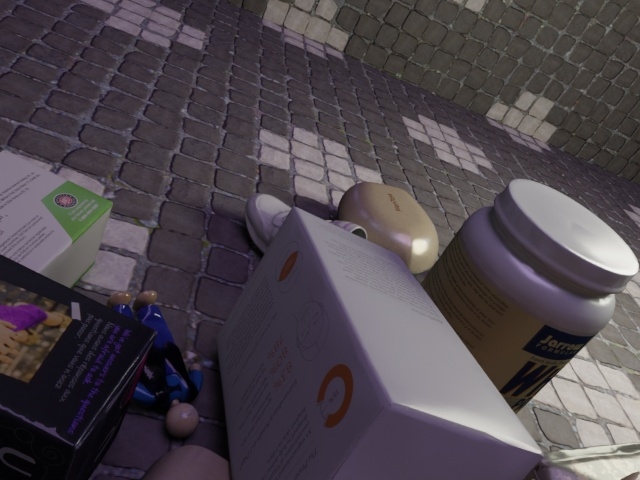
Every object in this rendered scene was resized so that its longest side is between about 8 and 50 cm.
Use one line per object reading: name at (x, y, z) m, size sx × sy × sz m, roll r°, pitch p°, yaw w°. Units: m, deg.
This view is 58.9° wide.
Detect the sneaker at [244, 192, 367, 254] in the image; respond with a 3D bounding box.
sneaker at (0.000, 0.000, 0.931) m, size 0.305 × 0.152 × 0.114 m, roll 42°, pitch 36°, yaw 22°

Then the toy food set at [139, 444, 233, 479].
toy food set at (-0.064, 0.333, 0.479) m, size 0.306 × 0.092 × 0.220 m, roll 32°, pitch 20°, yaw 3°

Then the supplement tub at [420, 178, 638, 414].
supplement tub at (0.269, 0.097, 0.838) m, size 0.235 × 0.325 × 0.235 m, roll 20°, pitch 33°, yaw -14°

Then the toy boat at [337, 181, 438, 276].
toy boat at (0.183, 0.010, 1.097) m, size 0.318 × 0.148 × 0.267 m, roll 13°, pitch 29°, yaw -12°

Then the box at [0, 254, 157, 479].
box at (-0.312, 0.115, 0.499) m, size 0.270 × 0.165 × 0.143 m, roll 28°, pitch 31°, yaw -3°

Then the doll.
doll at (-0.195, 0.146, 0.663) m, size 0.129 × 0.046 × 0.189 m, roll 3°, pitch 45°, yaw -51°

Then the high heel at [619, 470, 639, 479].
high heel at (0.248, 0.394, 0.482) m, size 0.181 × 0.127 × 0.377 m, roll 35°, pitch 69°, yaw 22°

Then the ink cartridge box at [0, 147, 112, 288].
ink cartridge box at (-0.420, -0.021, 0.656) m, size 0.272 × 0.115 × 0.198 m, roll 26°, pitch 31°, yaw -5°

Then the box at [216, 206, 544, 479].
box at (0.021, 0.149, 0.594) m, size 0.168 × 0.215 × 0.345 m, roll 24°, pitch 19°, yaw -24°

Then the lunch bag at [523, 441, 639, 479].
lunch bag at (0.370, 0.378, 0.669) m, size 0.286 × 0.169 × 0.235 m, roll 15°, pitch 34°, yaw -30°
